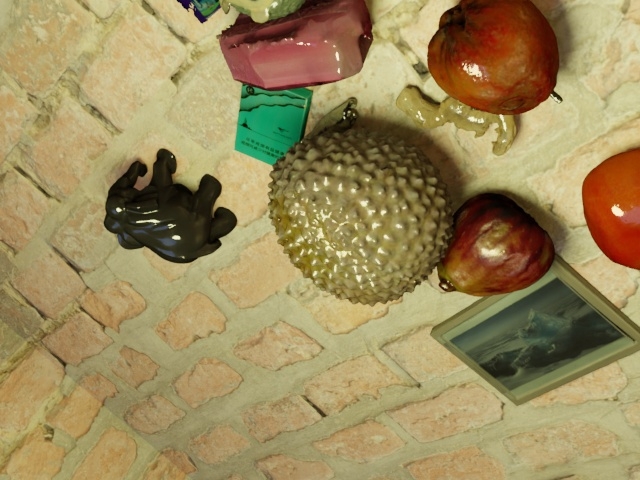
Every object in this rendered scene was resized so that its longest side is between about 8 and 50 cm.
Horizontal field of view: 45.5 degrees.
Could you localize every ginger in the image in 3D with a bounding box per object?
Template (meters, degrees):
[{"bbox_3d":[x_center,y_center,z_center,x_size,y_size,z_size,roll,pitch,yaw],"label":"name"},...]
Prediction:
[{"bbox_3d":[0.281,-0.276,1.552,0.259,0.065,0.149,24,124,16],"label":"ginger"}]

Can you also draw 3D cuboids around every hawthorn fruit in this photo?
[{"bbox_3d":[0.328,-0.323,1.376,0.261,0.224,0.224,32,138,-18],"label":"hawthorn fruit"}]

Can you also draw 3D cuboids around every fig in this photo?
[{"bbox_3d":[0.370,0.014,1.655,0.263,0.224,0.224,-18,118,43],"label":"fig"}]

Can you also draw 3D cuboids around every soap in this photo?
[{"bbox_3d":[-0.041,-0.399,1.510,0.325,0.220,0.127,-4,135,31],"label":"soap"}]

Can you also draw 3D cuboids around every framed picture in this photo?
[{"bbox_3d":[0.530,0.238,1.890,0.326,0.028,0.446,39,136,-8],"label":"framed picture"}]

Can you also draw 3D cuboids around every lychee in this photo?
[{"bbox_3d":[0.079,-0.055,1.611,0.432,0.380,0.380,15,150,-39],"label":"lychee"}]

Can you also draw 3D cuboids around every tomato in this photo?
[{"bbox_3d":[0.628,-0.055,1.468,0.260,0.180,0.260,11,138,11],"label":"tomato"}]

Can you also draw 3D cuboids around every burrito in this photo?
[{"bbox_3d":[0.006,-0.235,1.719,0.229,0.058,0.063,-40,84,30],"label":"burrito"}]

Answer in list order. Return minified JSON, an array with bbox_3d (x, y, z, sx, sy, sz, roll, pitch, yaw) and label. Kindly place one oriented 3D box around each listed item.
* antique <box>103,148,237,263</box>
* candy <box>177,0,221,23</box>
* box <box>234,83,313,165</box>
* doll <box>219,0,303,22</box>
[{"bbox_3d":[-0.392,-0.073,1.964,0.322,0.255,0.185,32,139,3],"label":"antique"},{"bbox_3d":[-0.211,-0.555,1.567,0.275,0.070,0.145,-21,124,37],"label":"candy"},{"bbox_3d":[-0.113,-0.275,1.776,0.161,0.042,0.226,22,136,8],"label":"box"},{"bbox_3d":[-0.079,-0.556,1.338,0.247,0.247,0.349,24,124,8],"label":"doll"}]
